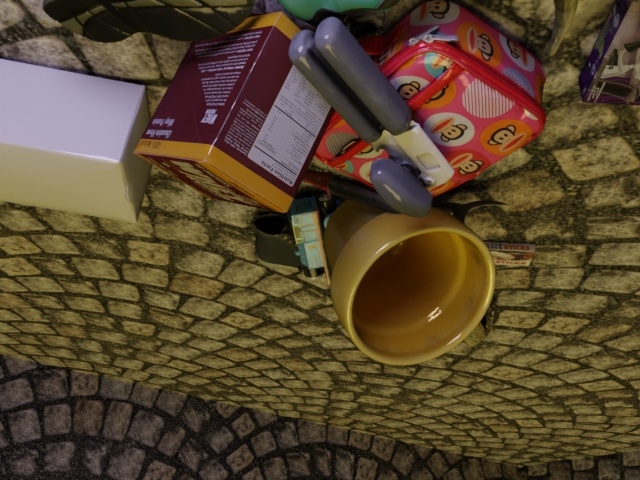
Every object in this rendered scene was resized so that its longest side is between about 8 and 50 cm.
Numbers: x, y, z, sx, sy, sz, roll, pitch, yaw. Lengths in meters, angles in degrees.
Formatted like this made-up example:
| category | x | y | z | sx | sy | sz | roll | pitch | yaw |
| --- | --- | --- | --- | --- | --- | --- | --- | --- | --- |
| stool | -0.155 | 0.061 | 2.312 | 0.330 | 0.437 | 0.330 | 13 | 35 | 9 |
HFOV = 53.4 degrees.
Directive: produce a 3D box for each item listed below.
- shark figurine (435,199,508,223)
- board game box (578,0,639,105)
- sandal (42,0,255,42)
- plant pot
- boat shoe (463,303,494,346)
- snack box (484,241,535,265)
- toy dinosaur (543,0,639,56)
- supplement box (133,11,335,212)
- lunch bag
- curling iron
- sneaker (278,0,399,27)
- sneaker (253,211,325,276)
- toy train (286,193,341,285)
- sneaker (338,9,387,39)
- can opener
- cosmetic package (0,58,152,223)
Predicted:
| category | x | y | z | sx | sy | sz | roll | pitch | yaw |
| --- | --- | --- | --- | --- | --- | --- | --- | --- | --- |
| shark figurine | 0.233 | -0.010 | 1.200 | 0.116 | 0.166 | 0.278 | -9 | 140 | -26 |
| board game box | 0.443 | -0.273 | 0.690 | 0.208 | 0.056 | 0.346 | 1 | 151 | 2 |
| sandal | -0.211 | -0.301 | 0.749 | 0.303 | 0.086 | 0.120 | 8 | 161 | 30 |
| plant pot | 0.119 | 0.038 | 1.062 | 0.254 | 0.239 | 0.253 | -9 | 119 | -17 |
| boat shoe | 0.346 | 0.177 | 1.437 | 0.089 | 0.104 | 0.285 | -31 | 161 | 22 |
| snack box | 0.335 | 0.025 | 1.284 | 0.179 | 0.022 | 0.064 | 3 | 152 | 6 |
| toy dinosaur | 0.273 | -0.296 | 0.668 | 0.118 | 0.064 | 0.268 | 6 | 156 | 33 |
| supplement box | -0.101 | -0.157 | 0.800 | 0.129 | 0.194 | 0.191 | 33 | 168 | -39 |
| lunch bag | 0.125 | -0.182 | 0.861 | 0.258 | 0.120 | 0.293 | 26 | 147 | -23 |
| curling iron | 0.007 | -0.092 | 1.003 | 0.274 | 0.035 | 0.068 | 26 | -174 | 27 |
| sneaker | 0.072 | -0.311 | 0.632 | 0.121 | 0.108 | 0.302 | 32 | 147 | -34 |
| sneaker | -0.025 | 0.007 | 1.268 | 0.222 | 0.083 | 0.118 | 1 | 147 | 4 |
| toy train | 0.000 | 0.000 | 1.196 | 0.105 | 0.080 | 0.184 | -10 | 121 | 0 |
| sneaker | 0.030 | -0.267 | 0.763 | 0.098 | 0.069 | 0.038 | 5 | 151 | 3 |
| can opener | 0.066 | -0.130 | 0.758 | 0.076 | 0.095 | 0.283 | -12 | 142 | 38 |
| cosmetic package | -0.459 | -0.157 | 0.981 | 0.366 | 0.155 | 0.197 | 9 | 152 | -6 |
